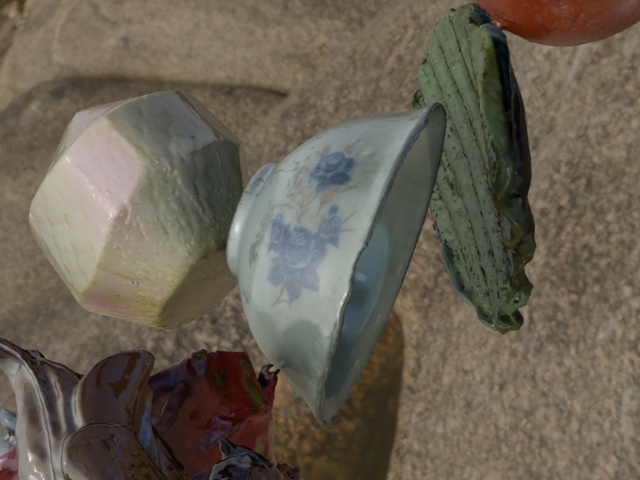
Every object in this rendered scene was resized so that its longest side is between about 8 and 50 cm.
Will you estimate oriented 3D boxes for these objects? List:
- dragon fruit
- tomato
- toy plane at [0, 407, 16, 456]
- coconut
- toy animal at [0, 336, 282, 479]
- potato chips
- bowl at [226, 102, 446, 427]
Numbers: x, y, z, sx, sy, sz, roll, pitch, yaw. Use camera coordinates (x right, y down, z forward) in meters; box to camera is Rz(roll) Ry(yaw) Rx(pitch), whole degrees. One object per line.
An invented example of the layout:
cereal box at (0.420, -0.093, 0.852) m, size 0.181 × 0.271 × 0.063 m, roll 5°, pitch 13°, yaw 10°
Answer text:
dragon fruit at (-0.118, 0.190, 0.656) m, size 0.274 × 0.161 × 0.126 m, roll -25°, pitch -11°, yaw -20°
tomato at (0.242, -0.293, 0.835) m, size 0.184 × 0.208 × 0.208 m, roll -36°, pitch 24°, yaw 57°
toy plane at (-0.322, 0.257, 0.891) m, size 0.267 × 0.122 × 0.267 m, roll -29°, pitch 42°, yaw 31°
coconut at (-0.186, -0.043, 0.943) m, size 0.259 × 0.259 × 0.259 m, roll -33°, pitch 31°, yaw 23°
toy animal at (-0.110, 0.120, 0.486) m, size 0.179 × 0.188 × 0.089 m, roll -17°, pitch -18°, yaw -46°
potato chips at (0.175, -0.102, 1.048) m, size 0.070 × 0.358 × 0.429 m, roll -5°, pitch 55°, yaw -6°
bowl at (0.000, 0.000, 0.822) m, size 0.313 × 0.146 × 0.313 m, roll 21°, pitch -90°, yaw -79°
